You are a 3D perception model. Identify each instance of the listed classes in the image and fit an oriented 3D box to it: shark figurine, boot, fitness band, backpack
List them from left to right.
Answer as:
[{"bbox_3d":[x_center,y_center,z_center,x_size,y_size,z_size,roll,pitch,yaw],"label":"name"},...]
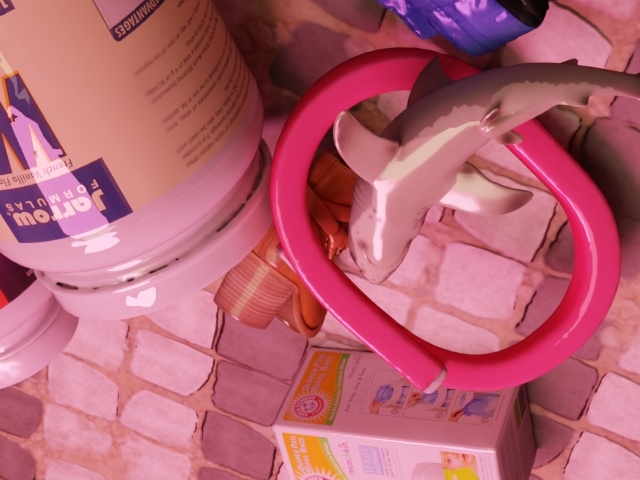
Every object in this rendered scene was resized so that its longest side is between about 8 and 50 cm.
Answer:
[{"bbox_3d":[0.000,0.000,1.328,0.073,0.197,0.152,37,98,11],"label":"boot"},{"bbox_3d":[0.092,-0.010,1.220,0.291,0.054,0.209,42,95,-17],"label":"fitness band"},{"bbox_3d":[0.093,-0.185,1.110,0.120,0.098,0.101,33,145,-25],"label":"backpack"},{"bbox_3d":[0.114,-0.093,1.124,0.278,0.116,0.166,-26,129,17],"label":"shark figurine"}]

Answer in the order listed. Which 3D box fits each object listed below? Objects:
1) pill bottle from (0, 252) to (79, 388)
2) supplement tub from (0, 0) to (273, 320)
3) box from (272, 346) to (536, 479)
[{"bbox_3d":[-0.332,-0.029,1.386,0.182,0.181,0.323,-7,127,30],"label":"pill bottle"},{"bbox_3d":[-0.182,-0.126,1.188,0.235,0.235,0.324,-7,127,30],"label":"supplement tub"},{"bbox_3d":[0.076,0.175,1.445,0.203,0.103,0.114,4,131,21],"label":"box"}]
